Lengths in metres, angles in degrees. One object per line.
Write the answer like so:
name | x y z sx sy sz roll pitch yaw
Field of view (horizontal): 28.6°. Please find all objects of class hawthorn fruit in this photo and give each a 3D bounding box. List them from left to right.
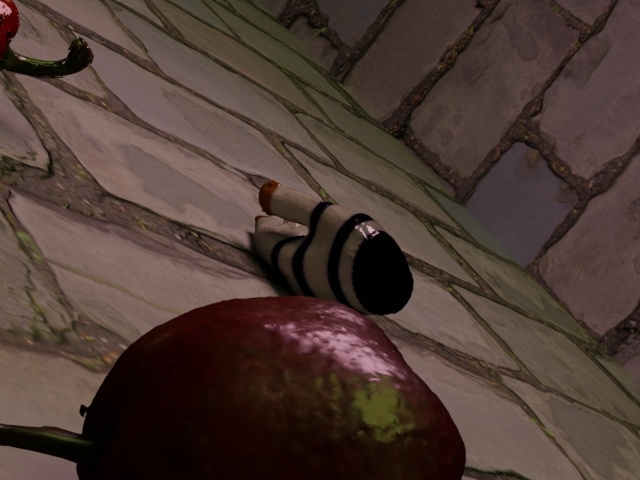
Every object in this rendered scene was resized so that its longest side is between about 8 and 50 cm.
hawthorn fruit | -0.049 0.125 0.697 0.266 0.210 0.230 21 23 -15

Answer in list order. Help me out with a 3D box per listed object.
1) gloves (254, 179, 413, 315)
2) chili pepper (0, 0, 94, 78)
gloves | -0.002 0.015 1.424 0.219 0.131 0.140 8 -11 45
chili pepper | -0.396 -0.228 1.153 0.388 0.110 0.110 28 16 -21
